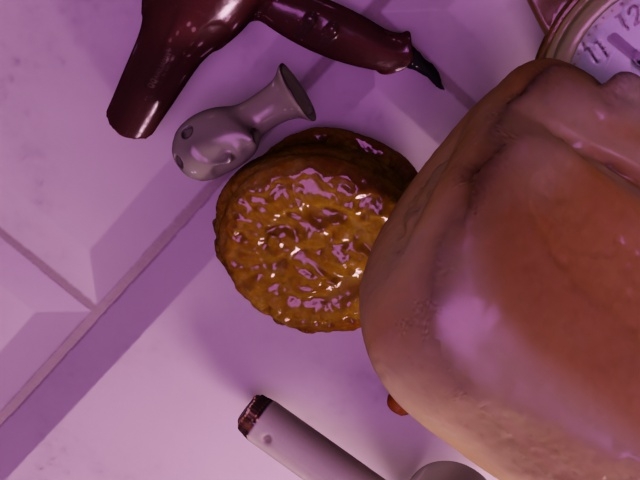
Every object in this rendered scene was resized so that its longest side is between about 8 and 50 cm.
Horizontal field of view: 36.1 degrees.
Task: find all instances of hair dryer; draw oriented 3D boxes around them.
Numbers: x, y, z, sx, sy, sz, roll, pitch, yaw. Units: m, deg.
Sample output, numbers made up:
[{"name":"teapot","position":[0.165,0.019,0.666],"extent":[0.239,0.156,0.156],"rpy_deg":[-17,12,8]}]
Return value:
[{"name":"hair dryer","position":[-0.036,-0.199,1.061],"extent":[0.341,0.123,0.312],"rpy_deg":[22,122,-14]},{"name":"hair dryer","position":[0.037,0.294,1.196],"extent":[0.362,0.203,0.128],"rpy_deg":[33,111,13]}]

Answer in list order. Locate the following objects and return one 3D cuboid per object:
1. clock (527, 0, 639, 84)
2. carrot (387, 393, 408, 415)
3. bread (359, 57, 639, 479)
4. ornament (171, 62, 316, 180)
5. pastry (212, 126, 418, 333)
[{"name":"clock","position":[0.362,-0.159,1.012],"extent":[0.286,0.117,0.348],"rpy_deg":[-32,104,16]},{"name":"carrot","position":[0.144,0.138,1.187],"extent":[0.037,0.037,0.190],"rpy_deg":[34,108,-7]},{"name":"bread","position":[0.232,0.065,0.906],"extent":[0.376,0.253,0.348],"rpy_deg":[33,68,-7]},{"name":"ornament","position":[-0.087,-0.117,1.038],"extent":[0.156,0.081,0.075],"rpy_deg":[-27,135,16]},{"name":"pastry","position":[0.000,0.000,1.092],"extent":[0.240,0.132,0.235],"rpy_deg":[8,113,8]}]
